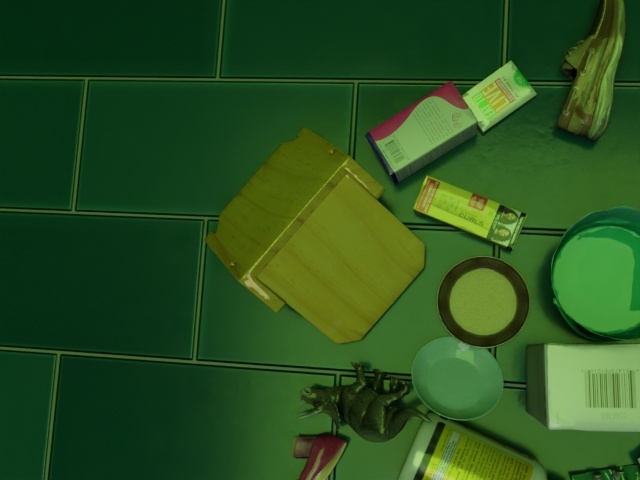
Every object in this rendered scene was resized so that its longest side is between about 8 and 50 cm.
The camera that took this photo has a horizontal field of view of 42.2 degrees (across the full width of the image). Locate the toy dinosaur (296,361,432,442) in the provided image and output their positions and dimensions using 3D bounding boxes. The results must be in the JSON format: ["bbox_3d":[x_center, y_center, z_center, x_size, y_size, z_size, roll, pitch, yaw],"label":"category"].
[{"bbox_3d":[0.111,0.355,1.736,0.313,0.121,0.160,17,83,36],"label":"toy dinosaur"}]

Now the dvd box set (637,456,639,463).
[{"bbox_3d":[0.837,0.524,1.531,0.307,0.062,0.420,-37,58,21],"label":"dvd box set"}]

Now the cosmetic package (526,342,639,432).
[{"bbox_3d":[0.511,0.268,1.565,0.217,0.385,0.156,-1,84,7],"label":"cosmetic package"}]

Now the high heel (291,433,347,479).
[{"bbox_3d":[-0.006,0.539,1.773,0.117,0.082,0.244,-1,70,19],"label":"high heel"}]

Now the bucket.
[{"bbox_3d":[0.598,0.074,1.678,0.281,0.183,0.281,-1,83,10],"label":"bucket"}]

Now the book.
[{"bbox_3d":[0.392,-0.318,1.843,0.144,0.035,0.096,-36,82,2],"label":"book"}]

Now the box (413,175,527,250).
[{"bbox_3d":[0.324,-0.060,1.804,0.232,0.058,0.087,24,88,12],"label":"box"}]

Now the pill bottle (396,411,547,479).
[{"bbox_3d":[0.331,0.497,1.665,0.333,0.188,0.188,24,87,12],"label":"pill bottle"}]

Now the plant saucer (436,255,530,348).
[{"bbox_3d":[0.350,0.133,1.787,0.198,0.036,0.199,-1,83,9],"label":"plant saucer"}]

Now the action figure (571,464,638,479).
[{"bbox_3d":[0.601,0.584,1.676,0.137,0.063,0.232,-10,85,5],"label":"action figure"}]

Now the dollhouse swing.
[{"bbox_3d":[0.000,0.000,1.852,0.347,0.305,0.315,-50,37,1],"label":"dollhouse swing"}]

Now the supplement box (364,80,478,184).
[{"bbox_3d":[0.224,-0.234,1.817,0.220,0.114,0.111,-31,78,6],"label":"supplement box"}]

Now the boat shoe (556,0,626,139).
[{"bbox_3d":[0.577,-0.381,1.774,0.116,0.123,0.324,11,83,13],"label":"boat shoe"}]

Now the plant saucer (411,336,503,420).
[{"bbox_3d":[0.286,0.296,1.749,0.194,0.037,0.195,1,55,-2],"label":"plant saucer"}]
